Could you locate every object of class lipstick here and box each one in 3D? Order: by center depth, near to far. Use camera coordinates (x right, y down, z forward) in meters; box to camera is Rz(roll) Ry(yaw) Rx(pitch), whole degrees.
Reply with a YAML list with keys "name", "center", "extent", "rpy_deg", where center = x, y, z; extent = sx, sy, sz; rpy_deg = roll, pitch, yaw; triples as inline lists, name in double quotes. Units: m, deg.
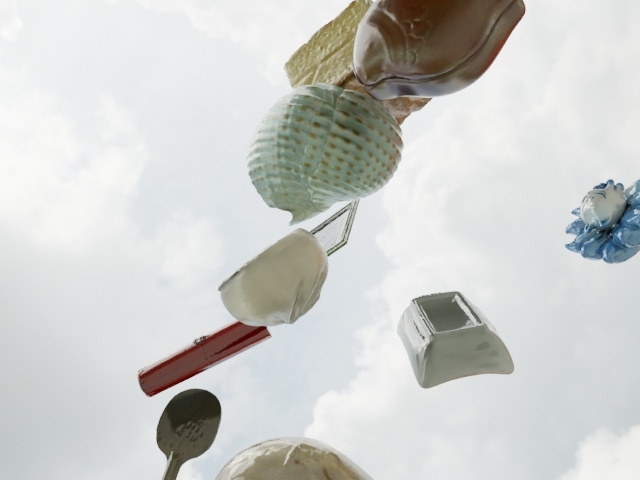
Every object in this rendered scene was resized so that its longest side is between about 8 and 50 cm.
- name: "lipstick"
  center: [-0.236, 0.229, 1.191]
  extent: [0.280, 0.073, 0.073]
  rpy_deg: [-27, -81, -3]

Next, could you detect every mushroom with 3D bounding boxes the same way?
- name: "mushroom"
  center: [-0.033, 0.422, 0.758]
  extent: [0.293, 0.290, 0.292]
  rpy_deg: [0, -86, 4]

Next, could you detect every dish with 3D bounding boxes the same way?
- name: "dish"
  center: [0.210, 0.147, 0.959]
  extent: [0.152, 0.212, 0.077]
  rpy_deg: [-11, -73, 0]

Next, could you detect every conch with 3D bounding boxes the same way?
- name: "conch"
  center: [0.011, -0.200, 1.195]
  extent: [0.303, 0.215, 0.319]
  rpy_deg: [34, -126, 6]

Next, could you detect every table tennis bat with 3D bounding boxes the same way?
- name: "table tennis bat"
  center: [-0.283, 0.412, 1.196]
  extent: [0.022, 0.131, 0.234]
  rpy_deg: [82, -161, -51]

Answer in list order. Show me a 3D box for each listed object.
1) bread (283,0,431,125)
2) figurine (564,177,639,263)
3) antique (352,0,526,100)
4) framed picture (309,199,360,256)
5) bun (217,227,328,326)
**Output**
- name: "bread"
  center: [0.102, -0.406, 1.465]
  extent: [0.279, 0.279, 0.207]
  rpy_deg: [18, -137, -51]
- name: "figurine"
  center: [0.315, -0.016, 0.635]
  extent: [0.079, 0.114, 0.114]
  rpy_deg: [44, -118, -18]
- name: "antique"
  center: [0.185, -0.333, 0.943]
  extent: [0.129, 0.278, 0.223]
  rpy_deg: [32, -147, -50]
- name: "framed picture"
  center: [0.000, 0.000, 1.581]
  extent: [0.018, 0.231, 0.293]
  rpy_deg: [49, -156, -13]
- name: "bun"
  center: [-0.061, 0.066, 0.879]
  extent: [0.173, 0.173, 0.119]
  rpy_deg: [-36, -89, -33]
